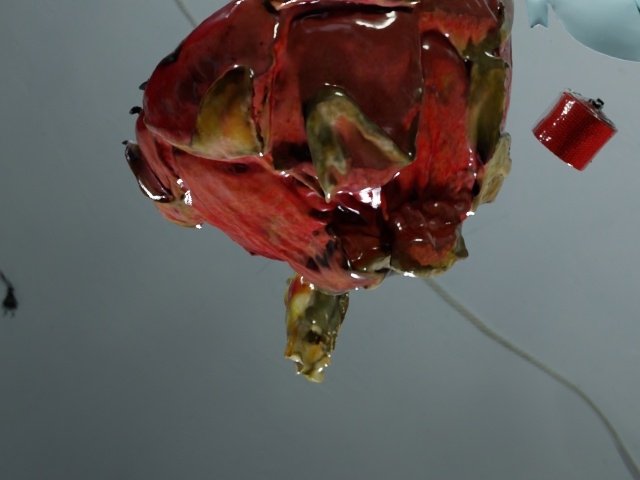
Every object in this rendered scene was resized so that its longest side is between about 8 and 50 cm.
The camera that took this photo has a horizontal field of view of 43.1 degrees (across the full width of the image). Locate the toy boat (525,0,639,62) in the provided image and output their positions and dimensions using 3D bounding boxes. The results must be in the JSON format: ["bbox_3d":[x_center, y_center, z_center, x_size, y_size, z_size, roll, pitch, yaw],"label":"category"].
[{"bbox_3d":[0.446,-0.335,1.202,0.291,0.067,0.220,10,131,23],"label":"toy boat"}]

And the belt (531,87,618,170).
[{"bbox_3d":[0.480,-0.216,1.512,0.128,0.201,0.124,39,111,3],"label":"belt"}]

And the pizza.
[{"bbox_3d":[0.000,0.000,1.129,0.130,0.406,0.439,12,137,1],"label":"pizza"}]

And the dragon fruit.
[{"bbox_3d":[0.022,-0.042,0.434,0.224,0.218,0.148,-30,83,18],"label":"dragon fruit"}]
